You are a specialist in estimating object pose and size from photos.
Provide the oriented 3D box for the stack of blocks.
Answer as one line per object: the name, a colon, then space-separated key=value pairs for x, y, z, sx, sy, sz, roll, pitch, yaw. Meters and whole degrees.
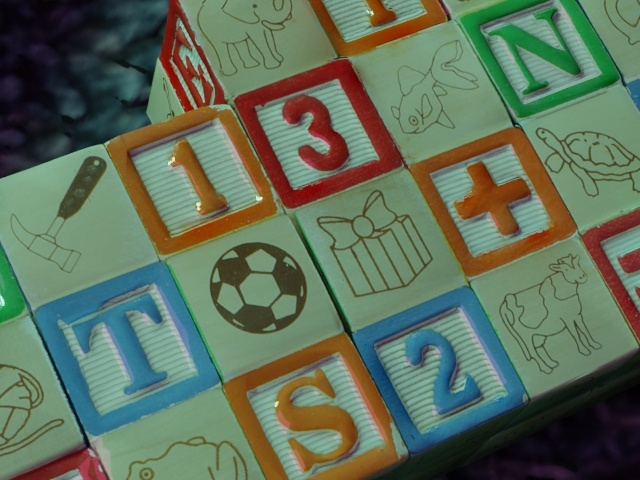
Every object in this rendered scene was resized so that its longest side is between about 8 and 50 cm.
stack of blocks: x=0.000 y=0.000 z=0.510 sx=0.297 sy=0.087 sz=0.171 roll=-22 pitch=73 yaw=-19

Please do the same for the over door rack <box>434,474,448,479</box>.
over door rack: x=-0.131 y=0.142 z=0.528 sx=0.324 sy=0.108 sz=0.239 roll=8 pitch=50 yaw=17
